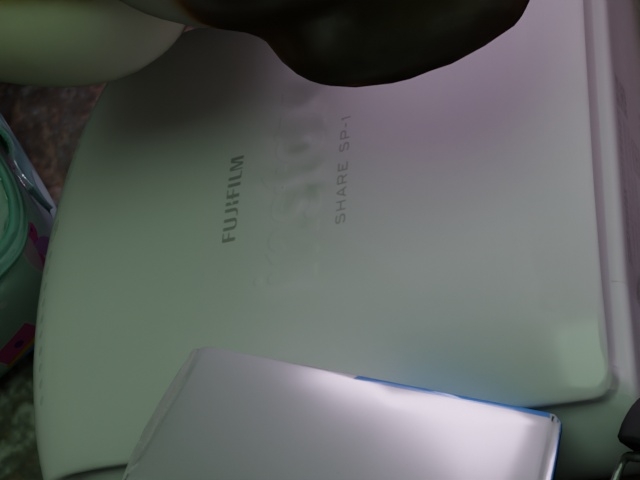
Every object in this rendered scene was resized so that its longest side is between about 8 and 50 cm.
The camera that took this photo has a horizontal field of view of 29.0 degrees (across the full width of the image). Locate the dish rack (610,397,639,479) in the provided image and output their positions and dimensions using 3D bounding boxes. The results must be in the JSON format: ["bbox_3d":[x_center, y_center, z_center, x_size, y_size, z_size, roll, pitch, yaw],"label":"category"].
[{"bbox_3d":[0.142,0.197,0.416,0.074,0.208,0.272,1,62,57],"label":"dish rack"}]

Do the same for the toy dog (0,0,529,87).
[{"bbox_3d":[-0.065,-0.182,0.516,0.408,0.395,0.285,27,111,60],"label":"toy dog"}]

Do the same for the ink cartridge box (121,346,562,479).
[{"bbox_3d":[0.009,0.147,0.473,0.139,0.191,0.082,9,34,13],"label":"ink cartridge box"}]

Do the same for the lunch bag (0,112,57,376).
[{"bbox_3d":[-0.275,-0.021,0.715,0.224,0.108,0.279,-38,60,0],"label":"lunch bag"}]

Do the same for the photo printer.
[{"bbox_3d":[0.000,0.000,0.580,0.307,0.107,0.256,-12,58,28],"label":"photo printer"}]
